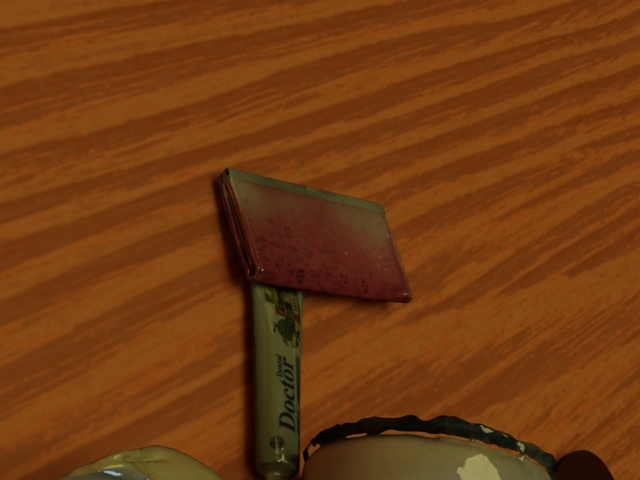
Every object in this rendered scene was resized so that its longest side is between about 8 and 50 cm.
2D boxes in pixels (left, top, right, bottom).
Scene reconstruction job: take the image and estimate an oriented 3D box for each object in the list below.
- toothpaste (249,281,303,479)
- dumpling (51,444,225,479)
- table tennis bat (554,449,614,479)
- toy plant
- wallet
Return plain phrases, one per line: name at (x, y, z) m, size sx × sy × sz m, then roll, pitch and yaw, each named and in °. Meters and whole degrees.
toothpaste at (-0.041, 0.128, 1.232) m, size 0.067 × 0.037 × 0.255 m, roll 23°, pitch 51°, yaw -35°
dumpling at (-0.127, 0.241, 1.004) m, size 0.250 × 0.162 × 0.132 m, roll 46°, pitch 5°, yaw -37°
table tennis bat at (0.285, 0.315, 1.506) m, size 0.220 × 0.019 × 0.130 m, roll -25°, pitch 90°, yaw -52°
toy plant at (0.074, 0.335, 1.107) m, size 0.247 × 0.247 × 0.332 m, roll 30°, pitch 56°, yaw -35°
wallet at (0.000, 0.000, 1.337) m, size 0.232 × 0.025 × 0.119 m, roll 11°, pitch 52°, yaw -47°
